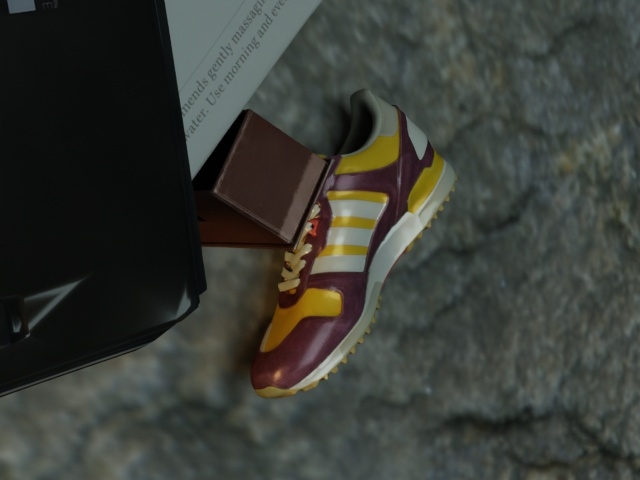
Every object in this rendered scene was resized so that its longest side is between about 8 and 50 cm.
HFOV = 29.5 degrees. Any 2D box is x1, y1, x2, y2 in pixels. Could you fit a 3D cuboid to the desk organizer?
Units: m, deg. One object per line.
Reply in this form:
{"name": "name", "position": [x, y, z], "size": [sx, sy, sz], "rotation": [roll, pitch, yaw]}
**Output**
{"name": "desk organizer", "position": [-0.057, -0.028, 0.588], "size": [0.050, 0.130, 0.047], "rotation": [33, 72, -31]}

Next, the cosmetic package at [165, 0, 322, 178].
{"name": "cosmetic package", "position": [-0.185, -0.178, 0.471], "size": [0.385, 0.156, 0.217], "rotation": [47, 64, -28]}

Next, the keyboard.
{"name": "keyboard", "position": [-0.142, -0.096, 0.392], "size": [0.201, 0.033, 0.317], "rotation": [-17, 104, -39]}

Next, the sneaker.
{"name": "sneaker", "position": [0.000, 0.000, 0.680], "size": [0.084, 0.069, 0.185], "rotation": [45, 59, -20]}
